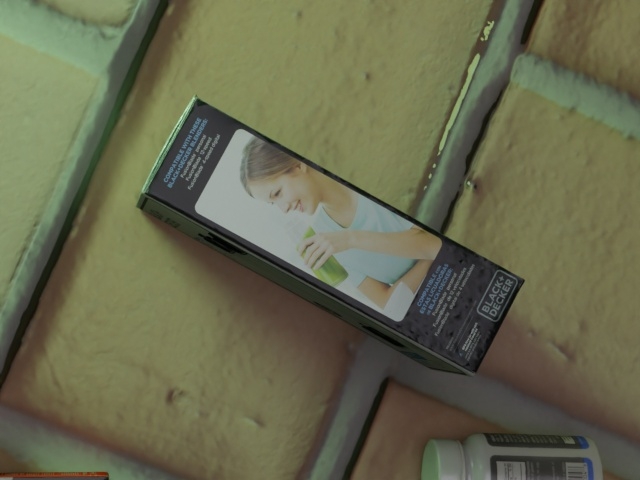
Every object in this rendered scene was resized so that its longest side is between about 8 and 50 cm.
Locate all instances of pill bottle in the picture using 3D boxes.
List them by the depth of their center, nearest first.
[{"bbox_3d":[0.156,0.198,1.365,0.137,0.078,0.078,3,85,-8],"label":"pill bottle"}]

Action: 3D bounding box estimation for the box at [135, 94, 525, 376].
[{"bbox_3d":[0.000,0.000,1.313,0.290,0.169,0.087,29,84,-7],"label":"box"}]

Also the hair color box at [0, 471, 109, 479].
[{"bbox_3d":[-0.239,0.220,1.320,0.141,0.043,0.072,0,87,-8],"label":"hair color box"}]
